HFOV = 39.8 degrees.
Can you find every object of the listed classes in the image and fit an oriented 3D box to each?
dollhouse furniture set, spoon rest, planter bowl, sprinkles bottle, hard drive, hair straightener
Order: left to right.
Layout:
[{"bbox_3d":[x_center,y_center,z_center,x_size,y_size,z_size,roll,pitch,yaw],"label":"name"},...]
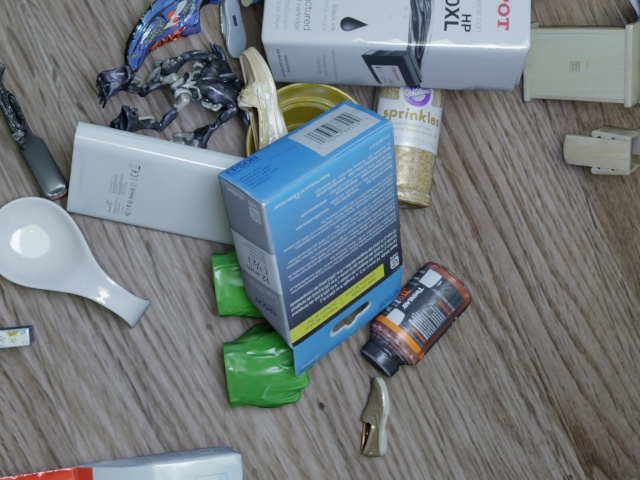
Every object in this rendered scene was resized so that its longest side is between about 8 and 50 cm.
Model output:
[{"bbox_3d":[-0.455,-0.172,1.368,0.047,0.089,0.230,-23,93,-12],"label":"hair straightener"},{"bbox_3d":[-0.390,0.040,1.377,0.276,0.084,0.137,35,80,-11],"label":"spoon rest"},{"bbox_3d":[-0.228,-0.078,1.366,0.307,0.203,0.040,11,56,-13],"label":"hard drive"},{"bbox_3d":[-0.022,-0.147,1.470,0.217,0.090,0.217,1,85,-13],"label":"planter bowl"},{"bbox_3d":[0.151,-0.235,1.502,0.121,0.121,0.355,8,86,-13],"label":"sprinkles bottle"},{"bbox_3d":[0.537,-0.304,1.629,0.303,0.198,0.286,-26,118,-43],"label":"dollhouse furniture set"}]

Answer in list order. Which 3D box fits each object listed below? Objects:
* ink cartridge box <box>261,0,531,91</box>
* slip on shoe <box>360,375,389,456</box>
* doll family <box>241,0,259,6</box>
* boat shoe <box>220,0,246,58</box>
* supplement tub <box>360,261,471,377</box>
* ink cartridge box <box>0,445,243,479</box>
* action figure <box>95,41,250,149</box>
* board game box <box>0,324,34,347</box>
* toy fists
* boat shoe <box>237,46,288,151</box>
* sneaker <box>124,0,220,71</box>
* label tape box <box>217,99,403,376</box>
[{"bbox_3d":[0.122,-0.398,1.369,0.395,0.166,0.285,3,78,4],"label":"ink cartridge box"},{"bbox_3d":[0.089,0.299,1.499,0.041,0.051,0.135,0,95,-16],"label":"slip on shoe"},{"bbox_3d":[-0.133,-0.458,1.462,0.076,0.111,0.193,-16,99,25],"label":"doll family"},{"bbox_3d":[-0.150,-0.355,1.479,0.035,0.035,0.100,-16,104,-29],"label":"boat shoe"},{"bbox_3d":[0.157,0.137,1.493,0.106,0.106,0.198,45,78,-8],"label":"supplement tub"},{"bbox_3d":[-0.303,0.496,1.354,0.385,0.091,0.308,-3,88,-21],"label":"ink cartridge box"},{"bbox_3d":[-0.221,-0.226,1.408,0.275,0.141,0.164,-15,82,-40],"label":"action figure"},{"bbox_3d":[-0.515,0.149,1.331,0.154,0.103,0.026,-4,89,-13],"label":"board game box"},{"bbox_3d":[-0.090,0.135,1.436,0.142,0.096,0.279,-6,94,-2],"label":"toy fists"},{"bbox_3d":[-0.100,-0.217,1.379,0.059,0.063,0.170,-19,91,-19],"label":"boat shoe"},{"bbox_3d":[-0.238,-0.358,1.436,0.087,0.083,0.221,39,81,-14],"label":"sneaker"},{"bbox_3d":[0.000,0.000,1.338,0.249,0.115,0.348,-35,138,-28],"label":"label tape box"}]
